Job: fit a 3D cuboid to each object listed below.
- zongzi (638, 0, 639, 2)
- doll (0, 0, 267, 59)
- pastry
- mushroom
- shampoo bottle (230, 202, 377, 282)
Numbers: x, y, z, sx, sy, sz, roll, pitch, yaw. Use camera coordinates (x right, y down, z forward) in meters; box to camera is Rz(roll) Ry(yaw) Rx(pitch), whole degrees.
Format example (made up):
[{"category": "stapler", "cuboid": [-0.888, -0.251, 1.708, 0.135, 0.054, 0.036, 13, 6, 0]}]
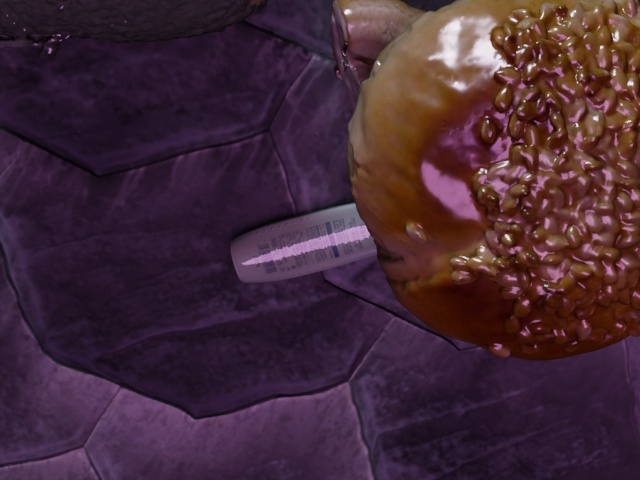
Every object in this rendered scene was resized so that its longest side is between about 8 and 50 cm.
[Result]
[{"category": "zongzi", "cuboid": [0.442, -0.441, 1.349, 0.467, 0.218, 0.500, -26, 114, 10]}, {"category": "doll", "cuboid": [-0.209, -0.313, 1.400, 0.350, 0.247, 0.247, -13, 115, 11]}, {"category": "pastry", "cuboid": [0.225, -0.067, 1.364, 0.410, 0.245, 0.409, -5, 110, -14]}, {"category": "mushroom", "cuboid": [0.108, -0.162, 1.518, 0.151, 0.156, 0.285, -21, 127, -5]}, {"category": "shampoo bottle", "cuboid": [0.000, 0.000, 1.636, 0.213, 0.049, 0.072, -13, 97, 6]}]
